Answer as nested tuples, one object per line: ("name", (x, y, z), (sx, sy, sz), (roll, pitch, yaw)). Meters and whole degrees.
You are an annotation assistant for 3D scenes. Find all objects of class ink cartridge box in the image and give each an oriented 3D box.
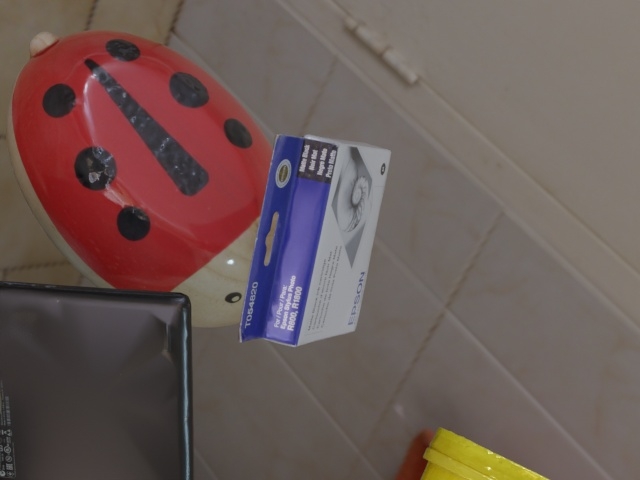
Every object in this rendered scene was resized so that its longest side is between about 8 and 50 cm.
("ink cartridge box", (0.000, 0.000, 1.265), (0.224, 0.045, 0.223), (-5, 108, -65))

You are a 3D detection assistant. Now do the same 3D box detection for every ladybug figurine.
("ladybug figurine", (-0.205, -0.090, 1.468), (0.305, 0.449, 0.162), (-46, -175, -19))

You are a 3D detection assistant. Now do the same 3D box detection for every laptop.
("laptop", (-0.318, 0.189, 1.326), (0.236, 0.408, 0.382), (-68, 160, -70))

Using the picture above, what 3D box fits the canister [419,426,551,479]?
("canister", (0.096, 0.223, 0.749), (0.170, 0.126, 0.073), (-64, 167, -7))
